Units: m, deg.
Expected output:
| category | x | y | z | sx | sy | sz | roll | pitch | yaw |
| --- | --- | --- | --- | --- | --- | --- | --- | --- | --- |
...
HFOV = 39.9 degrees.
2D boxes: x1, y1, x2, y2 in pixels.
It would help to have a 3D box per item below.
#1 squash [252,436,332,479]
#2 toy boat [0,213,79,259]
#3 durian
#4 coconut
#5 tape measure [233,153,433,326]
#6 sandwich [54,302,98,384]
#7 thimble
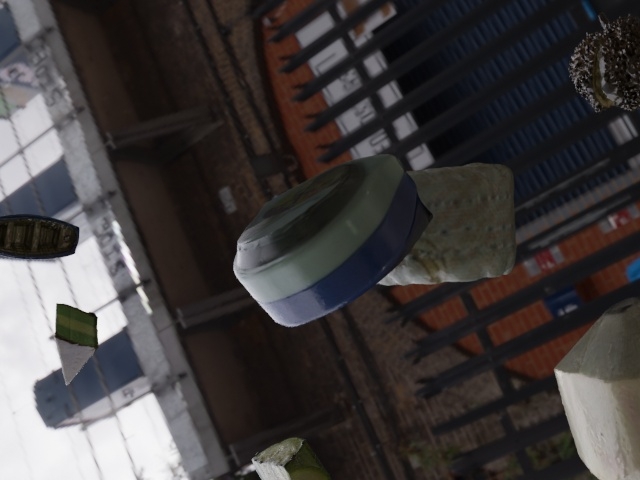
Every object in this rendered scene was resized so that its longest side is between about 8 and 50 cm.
| category | x | y | z | sx | sy | sz | roll | pitch | yaw |
| --- | --- | --- | --- | --- | --- | --- | --- | --- | --- |
| squash | -0.013 | 0.567 | 1.917 | 0.111 | 0.203 | 0.289 | -34 | -83 | -27 |
| toy boat | -0.524 | -0.009 | 1.520 | 0.228 | 0.045 | 0.080 | 3 | -78 | -46 |
| durian | 0.565 | -0.342 | 1.681 | 0.167 | 0.196 | 0.196 | -30 | -90 | -44 |
| coconut | 0.390 | 0.175 | 1.014 | 0.241 | 0.241 | 0.241 | 44 | -152 | -31 |
| tape measure | 0.000 | -0.002 | 1.261 | 0.138 | 0.259 | 0.262 | 54 | -145 | -12 |
| sandwich | -0.417 | 0.168 | 1.426 | 0.074 | 0.116 | 0.074 | 21 | -143 | -32 |
| thimble | 0.187 | -0.028 | 1.508 | 0.291 | 0.291 | 0.195 | -6 | -87 | -64 |
